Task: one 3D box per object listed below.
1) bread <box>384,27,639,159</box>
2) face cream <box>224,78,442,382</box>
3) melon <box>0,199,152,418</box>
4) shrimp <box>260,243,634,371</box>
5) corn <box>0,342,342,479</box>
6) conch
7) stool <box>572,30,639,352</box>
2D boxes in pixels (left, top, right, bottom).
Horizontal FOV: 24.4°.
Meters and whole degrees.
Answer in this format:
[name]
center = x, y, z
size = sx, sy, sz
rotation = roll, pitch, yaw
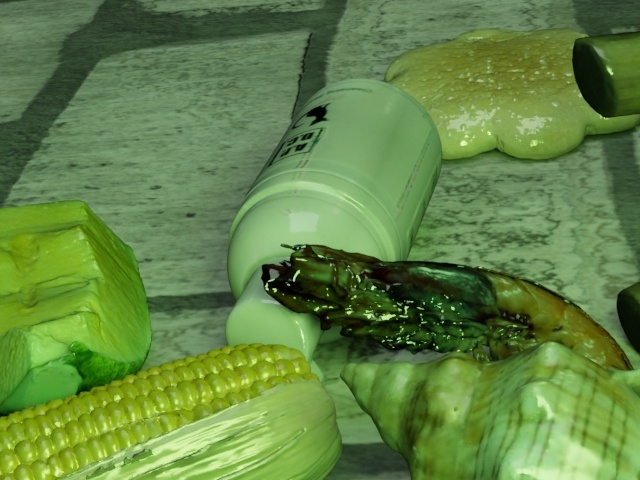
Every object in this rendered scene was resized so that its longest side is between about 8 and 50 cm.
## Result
[bread]
center = 0.203, -0.167, 1.599
size = 0.316, 0.054, 0.316
rotation = -4, 27, 2
[face cream]
center = 0.000, 0.000, 1.214
size = 0.145, 0.145, 0.369
rotation = 0, 28, 15
[melon]
center = -0.224, 0.071, 1.152
size = 0.196, 0.124, 0.323
rotation = -14, 25, -10
[shrimp]
center = 0.096, 0.083, 1.037
size = 0.290, 0.054, 0.222
rotation = 15, 31, -13
[corn]
center = -0.137, 0.158, 0.988
size = 0.305, 0.122, 0.123
rotation = -17, 56, -13
[conch]
center = 0.188, 0.159, 0.863
size = 0.386, 0.169, 0.203
rotation = 30, 59, 0
[stool]
center = 0.351, -0.018, 1.008
size = 0.226, 0.310, 0.310
rotation = -24, 29, -12
